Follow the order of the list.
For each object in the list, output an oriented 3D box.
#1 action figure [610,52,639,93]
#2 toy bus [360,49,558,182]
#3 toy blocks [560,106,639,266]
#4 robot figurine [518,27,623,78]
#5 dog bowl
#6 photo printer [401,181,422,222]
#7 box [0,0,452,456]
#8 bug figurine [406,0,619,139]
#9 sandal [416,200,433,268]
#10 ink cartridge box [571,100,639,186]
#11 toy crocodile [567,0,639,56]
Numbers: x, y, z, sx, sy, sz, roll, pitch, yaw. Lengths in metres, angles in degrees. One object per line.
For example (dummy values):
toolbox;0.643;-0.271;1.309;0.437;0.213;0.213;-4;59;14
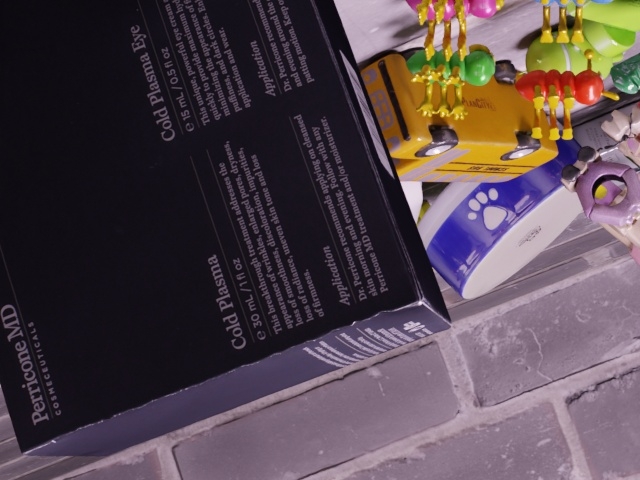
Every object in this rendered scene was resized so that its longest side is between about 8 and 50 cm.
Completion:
action figure;0.374;-0.199;1.386;0.232;0.063;0.137;-28;145;-21
toy bus;0.148;-0.134;1.638;0.130;0.108;0.333;-26;166;36
toy blocks;0.515;-0.070;1.875;0.288;0.260;0.309;-49;159;4
robot figurine;0.282;-0.205;1.619;0.115;0.067;0.101;-14;168;-22
dog bowl;0.259;-0.043;1.983;0.265;0.104;0.265;-37;163;-13
photo printer;0.003;-0.030;1.850;0.256;0.107;0.307;-19;167;-4
box;-0.108;-0.045;1.111;0.312;0.343;0.179;-21;168;8
bug figurine;0.188;-0.194;1.387;0.216;0.072;0.279;2;157;6
sandal;0.080;0.052;2.105;0.138;0.126;0.317;-9;-161;22
ink cartridge box;0.493;-0.155;2.158;0.239;0.060;0.275;-21;167;15
toy crocodile;0.366;-0.257;1.495;0.340;0.105;0.115;-1;159;-41
